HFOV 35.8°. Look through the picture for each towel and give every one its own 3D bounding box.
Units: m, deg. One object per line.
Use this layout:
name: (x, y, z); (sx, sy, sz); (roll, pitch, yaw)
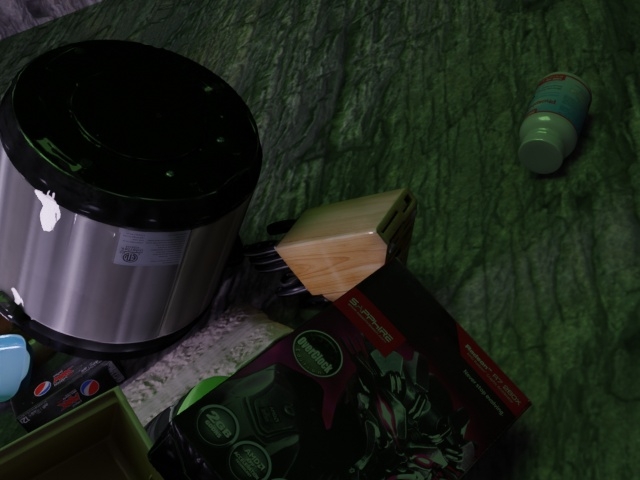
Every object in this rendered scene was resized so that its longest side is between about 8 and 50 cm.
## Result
towel: (-0.176, 0.193, 1.390); (0.282, 0.049, 0.187); (-38, 26, -15)

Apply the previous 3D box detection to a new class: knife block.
knife block: (0.000, 0.000, 1.385); (0.242, 0.275, 0.088); (26, 57, 15)

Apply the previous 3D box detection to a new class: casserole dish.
casserole dish: (-0.536, 0.216, 1.613); (0.189, 0.037, 0.114); (-10, 65, 26)

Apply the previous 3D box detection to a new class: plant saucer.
plant saucer: (-0.507, 0.152, 1.704); (0.199, 0.036, 0.198); (-19, 35, 14)

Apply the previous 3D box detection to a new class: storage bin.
storage bin: (-0.247, 0.327, 0.947); (0.260, 0.123, 0.262); (-27, 72, -27)

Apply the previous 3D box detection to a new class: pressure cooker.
pressure cooker: (-0.308, -0.031, 1.448); (0.370, 0.420, 0.375); (27, 42, 4)

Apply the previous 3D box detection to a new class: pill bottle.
pill bottle: (0.351, -0.176, 1.495); (0.087, 0.087, 0.160); (-2, 42, 33)

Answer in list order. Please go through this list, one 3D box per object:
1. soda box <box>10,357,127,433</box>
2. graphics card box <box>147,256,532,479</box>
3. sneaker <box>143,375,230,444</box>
soda box: (-0.383, 0.226, 1.508); (0.169, 0.053, 0.060); (-33, 34, -8)
graphics card box: (0.033, 0.193, 1.029); (0.371, 0.233, 0.094); (-32, -14, -41)
sneaker: (-0.212, 0.378, 1.134); (0.202, 0.185, 0.482); (-24, 26, 53)
